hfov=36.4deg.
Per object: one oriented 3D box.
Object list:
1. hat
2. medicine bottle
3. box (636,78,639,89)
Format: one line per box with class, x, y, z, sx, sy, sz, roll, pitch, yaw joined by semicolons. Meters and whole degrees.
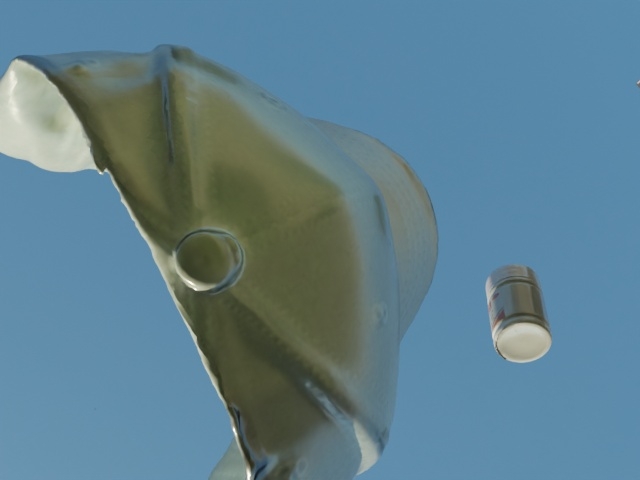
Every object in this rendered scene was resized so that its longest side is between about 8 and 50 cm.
hat;-0.007;0.003;0.497;0.301;0.168;0.257;-26;-91;-53
medicine bottle;0.194;0.071;0.957;0.057;0.057;0.089;16;-143;-10
box;0.473;-0.154;1.102;0.047;0.325;0.180;-38;-93;1
